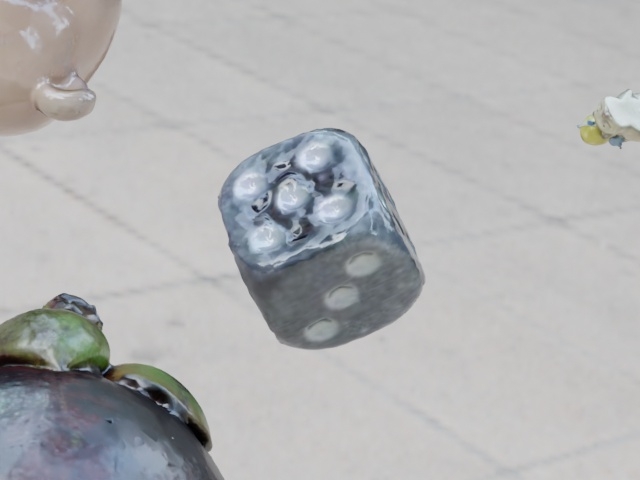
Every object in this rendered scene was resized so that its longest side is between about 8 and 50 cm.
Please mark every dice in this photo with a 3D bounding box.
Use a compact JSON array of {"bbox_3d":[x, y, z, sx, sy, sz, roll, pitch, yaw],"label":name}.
[{"bbox_3d":[0.000,0.000,1.944,0.183,0.182,0.181,-24,52,6],"label":"dice"}]

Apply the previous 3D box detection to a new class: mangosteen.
[{"bbox_3d":[-0.192,0.194,1.177,0.300,0.300,0.300,8,20,-3],"label":"mangosteen"}]

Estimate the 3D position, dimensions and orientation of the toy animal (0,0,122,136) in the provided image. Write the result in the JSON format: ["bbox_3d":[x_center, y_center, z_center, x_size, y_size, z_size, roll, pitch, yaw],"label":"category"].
[{"bbox_3d":[-0.270,-0.185,1.409,0.210,0.229,0.221,17,-23,-9],"label":"toy animal"}]

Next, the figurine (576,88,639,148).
[{"bbox_3d":[0.254,-0.097,1.496,0.083,0.050,0.047,2,58,-43],"label":"figurine"}]
